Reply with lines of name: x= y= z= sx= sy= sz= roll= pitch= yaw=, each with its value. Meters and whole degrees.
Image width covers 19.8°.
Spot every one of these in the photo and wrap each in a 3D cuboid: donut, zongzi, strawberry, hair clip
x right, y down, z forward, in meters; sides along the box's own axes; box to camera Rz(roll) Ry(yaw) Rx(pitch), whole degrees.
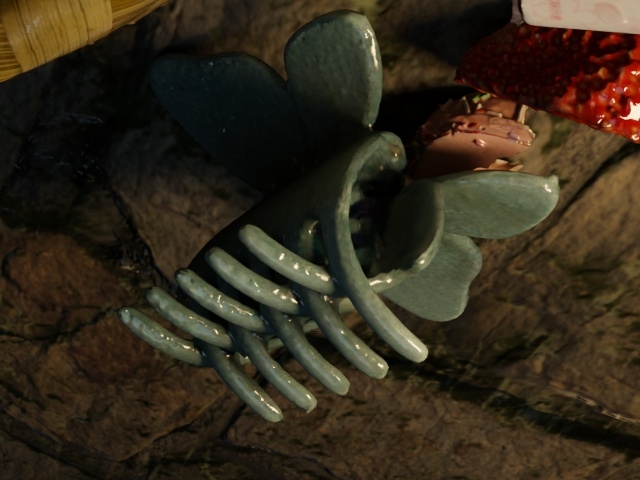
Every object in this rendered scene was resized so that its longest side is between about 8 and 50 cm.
donut: x=0.133 y=-0.081 z=1.686 sx=0.117 sy=0.065 sz=0.166 roll=14 pitch=147 yaw=2
zongzi: x=-0.166 y=-0.240 z=1.374 sx=0.134 sy=0.288 sz=0.286 roll=46 pitch=144 yaw=5
strawberry: x=0.241 y=-0.141 z=1.521 sx=0.236 sy=0.106 sz=0.175 roll=19 pitch=-175 yaw=-3
hair clip: x=0.000 y=0.000 z=1.620 sx=0.392 sy=0.238 sz=0.318 roll=41 pitch=147 yaw=-15

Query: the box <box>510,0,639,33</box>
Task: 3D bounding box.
box: x=0.313 y=-0.231 z=1.334 sx=0.370 sy=0.112 sz=0.190 roll=8 pitch=147 yaw=16
